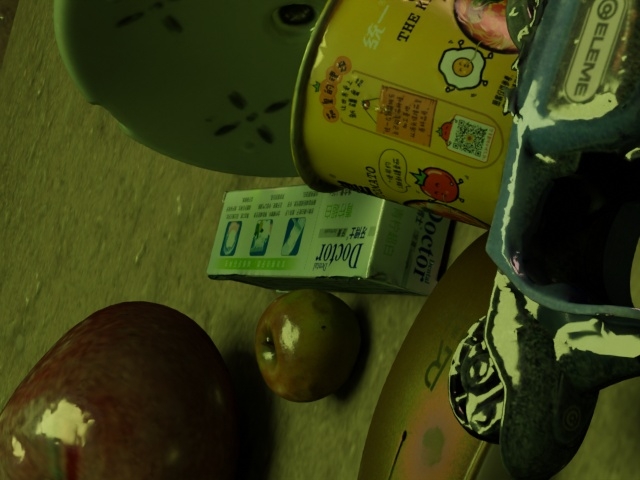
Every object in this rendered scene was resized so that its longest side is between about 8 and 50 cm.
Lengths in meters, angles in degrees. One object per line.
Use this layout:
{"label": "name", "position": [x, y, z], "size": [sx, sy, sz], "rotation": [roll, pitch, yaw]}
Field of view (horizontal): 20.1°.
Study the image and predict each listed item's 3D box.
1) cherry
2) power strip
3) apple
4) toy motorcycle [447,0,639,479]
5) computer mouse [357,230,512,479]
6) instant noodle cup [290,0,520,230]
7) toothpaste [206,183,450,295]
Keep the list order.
{"label": "cherry", "position": [-0.173, 0.182, 1.559], "size": [0.236, 0.213, 0.285], "rotation": [-33, 22, 29]}
{"label": "power strip", "position": [-0.011, -0.211, 1.278], "size": [0.357, 0.357, 0.161], "rotation": [-52, 33, 43]}
{"label": "apple", "position": [-0.011, 0.083, 1.411], "size": [0.089, 0.074, 0.089], "rotation": [-43, 41, 54]}
{"label": "toy motorcycle", "position": [0.178, -0.037, 0.950], "size": [0.212, 0.125, 0.358], "rotation": [11, 84, 51]}
{"label": "computer mouse", "position": [0.084, 0.136, 1.167], "size": [0.158, 0.072, 0.310], "rotation": [-129, 56, -65]}
{"label": "instant noodle cup", "position": [0.089, -0.089, 1.128], "size": [0.144, 0.182, 0.182], "rotation": [24, 101, 25]}
{"label": "toothpaste", "position": [0.000, 0.000, 1.449], "size": [0.336, 0.067, 0.081], "rotation": [-1, 75, 66]}
